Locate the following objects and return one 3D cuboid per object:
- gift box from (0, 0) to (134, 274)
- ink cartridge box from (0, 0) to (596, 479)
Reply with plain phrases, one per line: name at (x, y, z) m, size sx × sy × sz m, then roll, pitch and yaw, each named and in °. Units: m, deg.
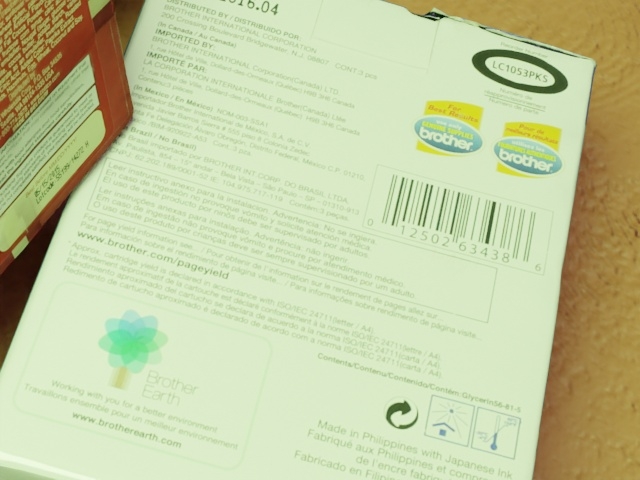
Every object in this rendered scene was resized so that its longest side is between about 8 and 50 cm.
gift box at (-0.263, -0.081, 0.534) m, size 0.258 × 0.276 × 0.255 m, roll 27°, pitch 56°, yaw 15°
ink cartridge box at (0.000, 0.000, 0.700) m, size 0.270 × 0.151 × 0.395 m, roll 16°, pitch 63°, yaw -2°
